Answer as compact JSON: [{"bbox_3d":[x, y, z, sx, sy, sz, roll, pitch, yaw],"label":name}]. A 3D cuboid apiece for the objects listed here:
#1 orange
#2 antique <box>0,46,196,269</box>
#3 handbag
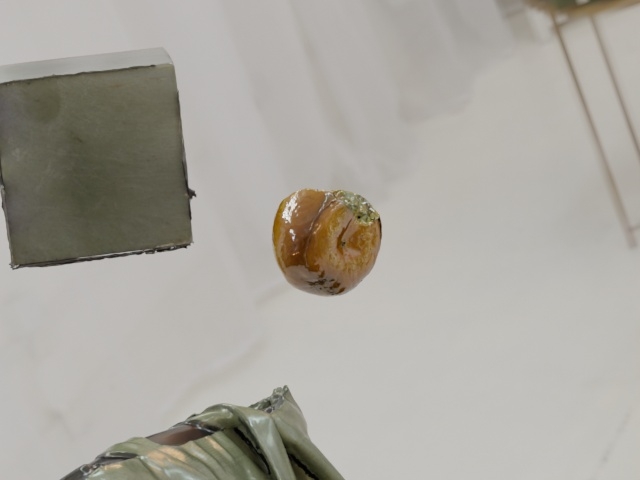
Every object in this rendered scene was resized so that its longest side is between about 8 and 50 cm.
[{"bbox_3d":[0.000,0.000,1.227,0.086,0.086,0.062,-39,33,-30],"label":"orange"},{"bbox_3d":[-0.179,-0.067,1.364,0.146,0.152,0.148,-7,15,-9],"label":"antique"},{"bbox_3d":[-0.033,0.219,1.017,0.109,0.253,0.316,-29,-5,23],"label":"handbag"}]
